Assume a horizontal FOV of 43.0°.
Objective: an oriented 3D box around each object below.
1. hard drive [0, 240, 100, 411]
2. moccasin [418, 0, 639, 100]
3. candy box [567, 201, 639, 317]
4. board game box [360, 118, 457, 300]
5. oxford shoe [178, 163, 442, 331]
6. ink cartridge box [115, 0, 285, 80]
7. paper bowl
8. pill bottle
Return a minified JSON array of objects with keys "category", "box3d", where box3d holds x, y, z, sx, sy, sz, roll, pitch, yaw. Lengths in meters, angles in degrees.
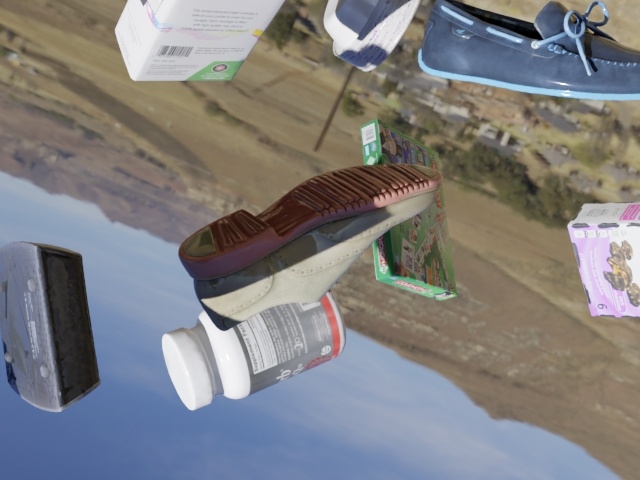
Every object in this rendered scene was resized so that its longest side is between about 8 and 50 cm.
[{"category":"hard drive","box3d":[-0.294,0.085,0.857,0.054,0.172,0.255,-8,-179,-31]},{"category":"moccasin","box3d":[0.291,-0.255,1.059,0.342,0.116,0.138,11,-158,19]},{"category":"candy box","box3d":[0.480,0.029,1.178,0.196,0.070,0.164,-1,120,42]},{"category":"board game box","box3d":[0.173,-0.056,1.584,0.046,0.317,0.213,-21,153,36]},{"category":"oxford shoe","box3d":[0.000,0.000,1.168,0.397,0.146,0.140,-21,-154,-13]},{"category":"ink cartridge box","box3d":[-0.193,-0.391,1.347,0.201,0.117,0.278,-8,158,-36]},{"category":"paper bowl","box3d":[0.111,-0.545,1.866,0.148,0.284,0.284,23,178,-18]},{"category":"pill bottle","box3d":[-0.144,0.219,1.773,0.363,0.210,0.210,-20,-162,-24]}]
